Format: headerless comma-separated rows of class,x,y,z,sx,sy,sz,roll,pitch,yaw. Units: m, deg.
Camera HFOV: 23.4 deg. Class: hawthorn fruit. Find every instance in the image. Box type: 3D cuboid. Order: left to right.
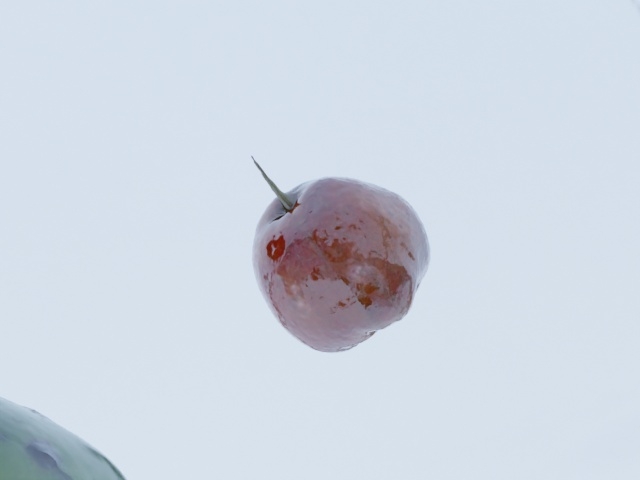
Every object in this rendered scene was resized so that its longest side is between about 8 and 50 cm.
hawthorn fruit,0.008,0.014,1.057,0.125,0.125,0.140,-28,144,34

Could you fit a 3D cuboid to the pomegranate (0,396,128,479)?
pomegranate,-0.167,0.170,0.547,0.254,0.254,0.270,7,154,-23
